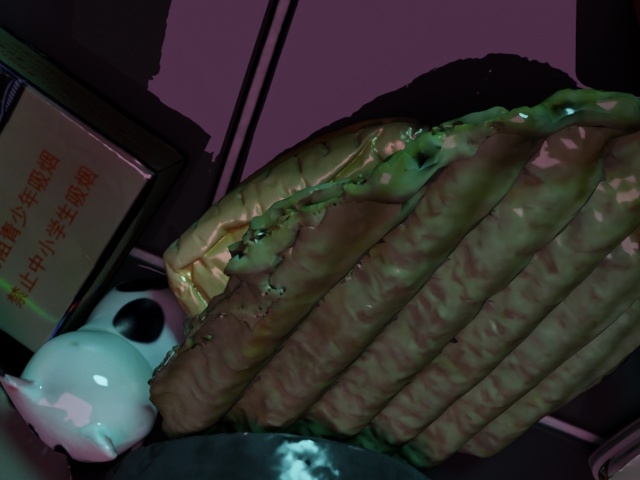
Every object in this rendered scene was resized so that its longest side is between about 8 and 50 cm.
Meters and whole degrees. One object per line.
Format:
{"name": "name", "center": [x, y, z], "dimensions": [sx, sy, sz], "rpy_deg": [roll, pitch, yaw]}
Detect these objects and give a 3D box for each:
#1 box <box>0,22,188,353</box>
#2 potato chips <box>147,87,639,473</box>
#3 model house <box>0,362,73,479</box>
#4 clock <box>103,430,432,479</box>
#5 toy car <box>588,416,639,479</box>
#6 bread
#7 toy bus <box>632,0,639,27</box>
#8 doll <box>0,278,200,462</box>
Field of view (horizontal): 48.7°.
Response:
{"name": "box", "center": [-0.291, -0.073, 0.572], "dimensions": [0.310, 0.084, 0.198], "rpy_deg": [36, 109, -3]}
{"name": "potato chips", "center": [0.083, 0.066, 0.483], "dimensions": [0.358, 0.070, 0.429], "rpy_deg": [8, 136, -29]}
{"name": "model house", "center": [-0.375, 0.145, 0.588], "dimensions": [0.282, 0.317, 0.297], "rpy_deg": [2, 82, 51]}
{"name": "clock", "center": [-0.041, 0.238, 0.572], "dimensions": [0.281, 0.055, 0.280], "rpy_deg": [2, 140, 1]}
{"name": "toy car", "center": [0.324, 0.238, 0.578], "dimensions": [0.224, 0.076, 0.090], "rpy_deg": [44, 107, -6]}
{"name": "bread", "center": [0.000, 0.000, 0.537], "dimensions": [0.236, 0.106, 0.140], "rpy_deg": [-28, 100, 15]}
{"name": "toy bus", "center": [0.276, -0.239, 0.271], "dimensions": [0.203, 0.233, 0.427], "rpy_deg": [6, 147, 7]}
{"name": "doll", "center": [-0.160, 0.101, 0.561], "dimensions": [0.110, 0.181, 0.107], "rpy_deg": [29, 123, 5]}
